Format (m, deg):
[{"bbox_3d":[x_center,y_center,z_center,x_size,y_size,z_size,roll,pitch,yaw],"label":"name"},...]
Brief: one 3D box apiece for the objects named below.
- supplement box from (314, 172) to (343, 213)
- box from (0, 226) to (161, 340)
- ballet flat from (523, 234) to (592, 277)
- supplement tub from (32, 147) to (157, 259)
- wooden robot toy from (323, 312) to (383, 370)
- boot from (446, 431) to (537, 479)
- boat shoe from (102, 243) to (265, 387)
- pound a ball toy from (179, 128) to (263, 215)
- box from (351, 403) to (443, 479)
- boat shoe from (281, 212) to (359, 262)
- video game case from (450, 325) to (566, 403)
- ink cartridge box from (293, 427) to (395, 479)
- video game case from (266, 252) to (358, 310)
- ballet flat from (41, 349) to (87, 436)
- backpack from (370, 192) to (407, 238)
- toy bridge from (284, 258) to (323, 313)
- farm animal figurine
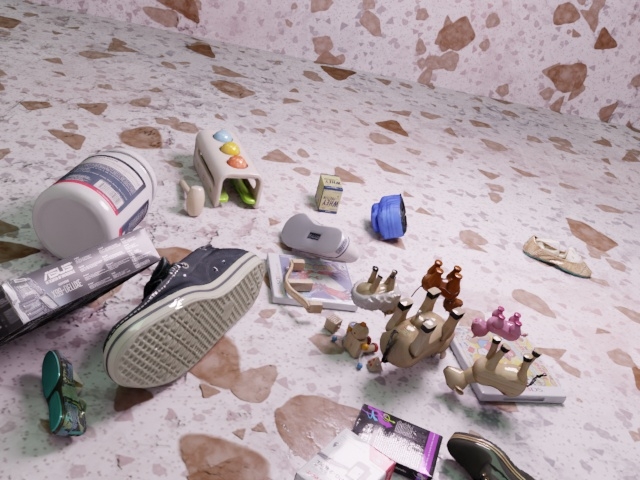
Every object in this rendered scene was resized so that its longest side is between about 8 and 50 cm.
[{"bbox_3d":[0.023,-0.133,2.069,0.056,0.083,0.083,7,32,-13],"label":"supplement box"},{"bbox_3d":[-0.474,0.095,1.300,0.307,0.242,0.076,-30,92,-51],"label":"box"},{"bbox_3d":[0.692,0.041,2.101,0.206,0.067,0.073,21,29,10],"label":"ballet flat"},{"bbox_3d":[-0.497,-0.084,1.632,0.191,0.191,0.272,17,29,3],"label":"supplement tub"},{"bbox_3d":[0.083,0.197,1.537,0.076,0.079,0.173,-9,38,-36],"label":"wooden robot toy"},{"bbox_3d":[0.283,0.427,1.252,0.198,0.077,0.137,30,38,26],"label":"boot"},{"bbox_3d":[-0.273,0.127,1.396,0.156,0.187,0.500,21,24,13],"label":"boat shoe"},{"bbox_3d":[-0.286,-0.198,1.983,0.208,0.135,0.319,1,32,-24],"label":"pound a ball toy"},{"bbox_3d":[0.134,0.369,1.321,0.162,0.029,0.116,22,29,9],"label":"box"},{"bbox_3d":[0.000,0.000,1.801,0.088,0.096,0.267,37,-14,-34],"label":"boat shoe"},{"bbox_3d":[0.405,0.272,1.615,0.206,0.026,0.227,6,31,-17],"label":"video game case"},{"bbox_3d":[0.037,0.394,1.195,0.109,0.063,0.150,30,32,24],"label":"ink cartridge box"},{"bbox_3d":[-0.022,0.095,1.719,0.201,0.023,0.183,7,31,-14],"label":"video game case"},{"bbox_3d":[-0.428,0.260,1.224,0.070,0.070,0.188,0,35,-25],"label":"ballet flat"},{"bbox_3d":[0.191,-0.057,2.012,0.101,0.098,0.120,-13,29,8],"label":"backpack"},{"bbox_3d":[-0.049,0.100,1.649,0.063,0.026,0.188,2,32,-19],"label":"toy bridge"},{"bbox_3d":[0.251,0.205,1.508,0.327,0.172,0.330,0,37,-31],"label":"farm animal figurine"}]
